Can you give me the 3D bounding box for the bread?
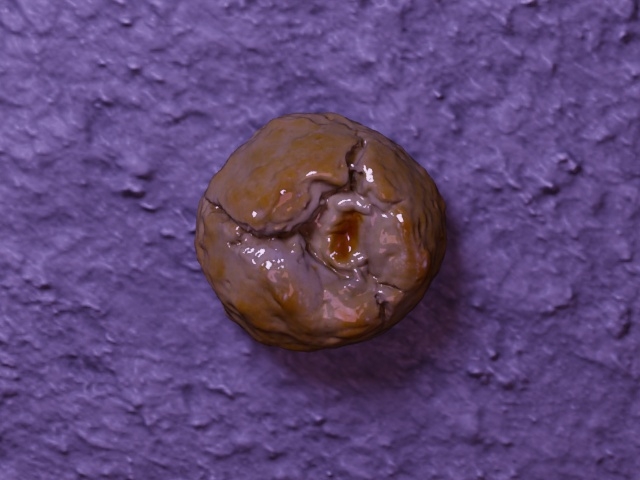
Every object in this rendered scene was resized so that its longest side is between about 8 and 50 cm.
[{"bbox_3d":[0.000,0.000,1.850,0.244,0.134,0.245,-1,101,-5],"label":"bread"}]
